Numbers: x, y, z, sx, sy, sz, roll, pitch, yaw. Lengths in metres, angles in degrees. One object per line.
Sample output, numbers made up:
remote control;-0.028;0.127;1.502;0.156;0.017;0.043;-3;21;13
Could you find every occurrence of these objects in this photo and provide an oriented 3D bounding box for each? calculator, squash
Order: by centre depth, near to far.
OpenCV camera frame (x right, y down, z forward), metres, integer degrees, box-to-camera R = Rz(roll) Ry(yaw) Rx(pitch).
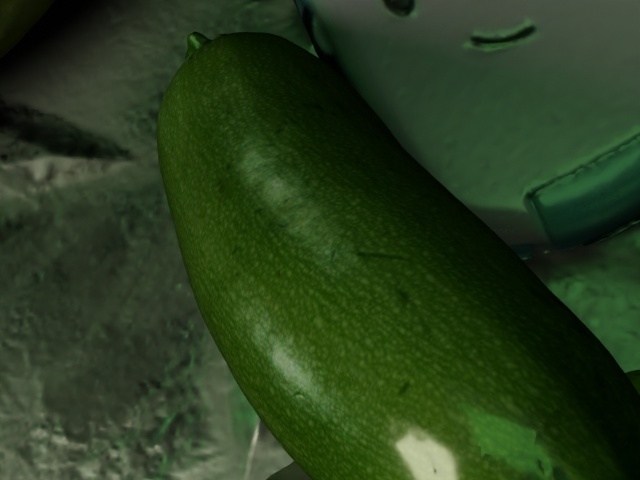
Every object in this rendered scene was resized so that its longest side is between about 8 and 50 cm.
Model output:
squash;0.000;0.000;0.485;0.107;0.107;0.395;-41;33;4
calculator;0.076;-0.128;0.601;0.173;0.051;0.293;-30;67;10

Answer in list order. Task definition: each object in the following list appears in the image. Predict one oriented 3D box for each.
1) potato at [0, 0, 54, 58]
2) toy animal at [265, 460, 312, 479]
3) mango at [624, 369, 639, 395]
potato;-0.246;-0.155;0.692;0.269;0.112;0.255;29;89;27
toy animal;0.063;0.178;0.508;0.104;0.131;0.220;-28;93;-24
mango;0.163;0.120;0.469;0.163;0.089;0.117;23;58;16
